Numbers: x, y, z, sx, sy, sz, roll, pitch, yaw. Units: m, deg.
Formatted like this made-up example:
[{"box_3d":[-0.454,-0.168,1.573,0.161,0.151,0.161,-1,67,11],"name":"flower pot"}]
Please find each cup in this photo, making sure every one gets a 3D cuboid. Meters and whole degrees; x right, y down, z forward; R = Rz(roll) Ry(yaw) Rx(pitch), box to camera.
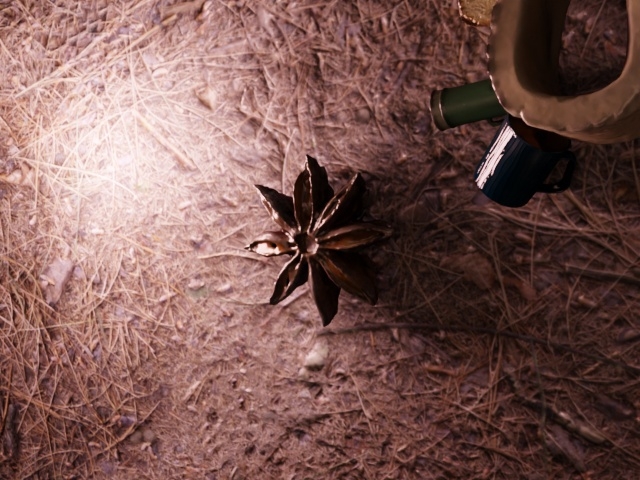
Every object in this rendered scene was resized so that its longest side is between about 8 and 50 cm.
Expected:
[{"box_3d":[0.347,-0.127,1.835,0.150,0.113,0.138,37,133,10],"name":"cup"}]

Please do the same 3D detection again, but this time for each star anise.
[{"box_3d":[-0.002,-0.001,2.078,0.332,0.118,0.331,3,96,29],"name":"star anise"}]

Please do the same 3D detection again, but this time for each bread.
[{"box_3d":[0.295,-0.423,1.840,0.129,0.044,0.126,-1,95,32],"name":"bread"}]

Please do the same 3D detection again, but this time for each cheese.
[{"box_3d":[0.419,-0.320,1.680,0.292,0.153,0.332,-2,85,39],"name":"cheese"}]

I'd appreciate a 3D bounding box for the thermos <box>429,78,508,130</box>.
[{"box_3d":[0.286,-0.236,1.875,0.188,0.073,0.083,-10,91,31],"name":"thermos"}]
